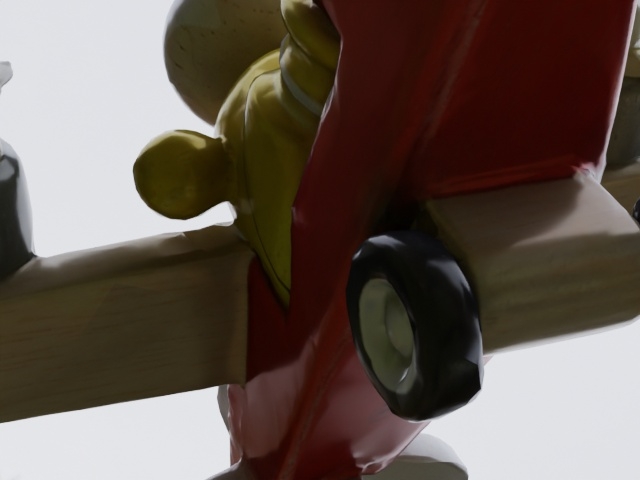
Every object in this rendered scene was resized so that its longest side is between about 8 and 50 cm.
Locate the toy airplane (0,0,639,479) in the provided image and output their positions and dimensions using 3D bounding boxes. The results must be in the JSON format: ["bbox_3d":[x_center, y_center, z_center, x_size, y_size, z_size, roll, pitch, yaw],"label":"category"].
[{"bbox_3d":[0.000,0.000,0.576,0.384,0.386,0.273,-31,-114,18],"label":"toy airplane"}]
